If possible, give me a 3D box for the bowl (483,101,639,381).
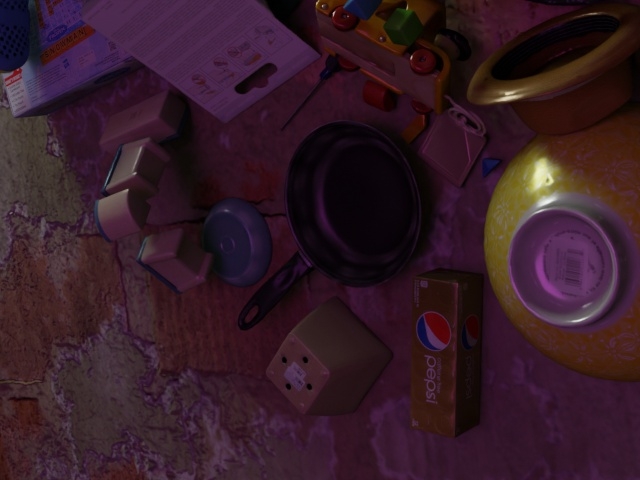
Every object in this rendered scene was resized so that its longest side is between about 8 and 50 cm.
[{"bbox_3d":[0.268,0.014,1.137,0.289,0.156,0.290,9,105,36],"label":"bowl"}]

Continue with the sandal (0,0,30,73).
[{"bbox_3d":[-0.436,-0.381,1.535,0.138,0.126,0.317,-6,97,35],"label":"sandal"}]

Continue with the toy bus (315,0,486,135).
[{"bbox_3d":[0.094,-0.219,1.252,0.202,0.104,0.191,44,164,-27],"label":"toy bus"}]

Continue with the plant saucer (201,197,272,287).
[{"bbox_3d":[-0.115,0.004,1.513,0.119,0.021,0.119,8,104,36],"label":"plant saucer"}]

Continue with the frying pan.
[{"bbox_3d":[0.023,0.012,1.390,0.197,0.053,0.326,33,119,28],"label":"frying pan"}]

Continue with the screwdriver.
[{"bbox_3d":[-0.006,-0.188,1.395,0.170,0.024,0.025,-43,43,42],"label":"screwdriver"}]

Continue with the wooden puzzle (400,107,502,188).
[{"bbox_3d":[0.146,-0.105,1.297,0.116,0.014,0.078,47,128,21],"label":"wooden puzzle"}]

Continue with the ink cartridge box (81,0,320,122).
[{"bbox_3d":[-0.142,-0.261,1.401,0.189,0.232,0.066,-29,43,38],"label":"ink cartridge box"}]

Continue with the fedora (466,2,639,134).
[{"bbox_3d":[0.240,-0.158,1.134,0.194,0.194,0.079,-12,119,38],"label":"fedora"}]

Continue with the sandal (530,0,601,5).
[{"bbox_3d":[0.135,-0.317,1.162,0.445,0.107,0.168,14,129,26],"label":"sandal"}]

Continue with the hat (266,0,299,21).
[{"bbox_3d":[-0.105,-0.388,1.423,0.208,0.184,0.173,28,138,-18],"label":"hat"}]

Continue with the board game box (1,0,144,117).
[{"bbox_3d":[-0.346,-0.365,1.586,0.318,0.066,0.318,-16,89,39],"label":"board game box"}]

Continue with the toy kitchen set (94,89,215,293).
[{"bbox_3d":[-0.213,-0.056,1.535,0.122,0.166,0.207,-17,45,38],"label":"toy kitchen set"}]

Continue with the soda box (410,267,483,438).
[{"bbox_3d":[0.143,0.126,1.317,0.061,0.058,0.181,8,104,36],"label":"soda box"}]

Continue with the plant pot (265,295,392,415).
[{"bbox_3d":[0.001,0.149,1.406,0.109,0.096,0.109,45,122,22],"label":"plant pot"}]
